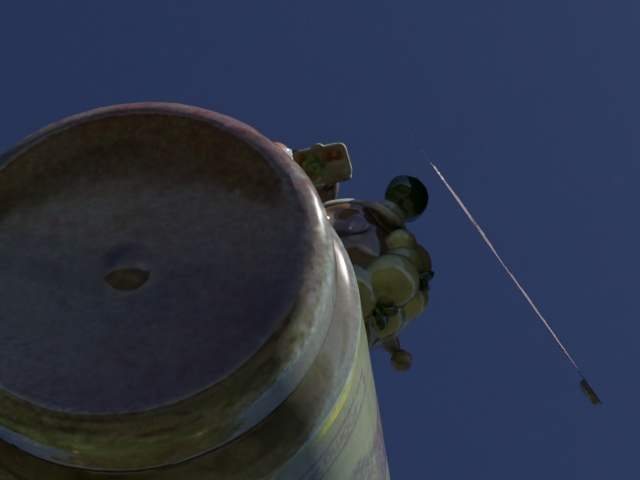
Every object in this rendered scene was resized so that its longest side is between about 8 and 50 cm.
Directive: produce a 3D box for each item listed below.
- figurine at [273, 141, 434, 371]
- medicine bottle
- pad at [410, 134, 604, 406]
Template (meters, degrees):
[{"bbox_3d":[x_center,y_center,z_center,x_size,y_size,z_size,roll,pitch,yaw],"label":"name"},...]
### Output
[{"bbox_3d":[0.000,-0.001,1.230,0.147,0.197,0.093,-31,-36,-10],"label":"figurine"},{"bbox_3d":[-0.048,0.096,0.778,0.151,0.151,0.322,3,-34,10],"label":"medicine bottle"},{"bbox_3d":[0.118,0.021,1.244,0.006,0.113,0.188,-35,-56,5],"label":"pad"}]
